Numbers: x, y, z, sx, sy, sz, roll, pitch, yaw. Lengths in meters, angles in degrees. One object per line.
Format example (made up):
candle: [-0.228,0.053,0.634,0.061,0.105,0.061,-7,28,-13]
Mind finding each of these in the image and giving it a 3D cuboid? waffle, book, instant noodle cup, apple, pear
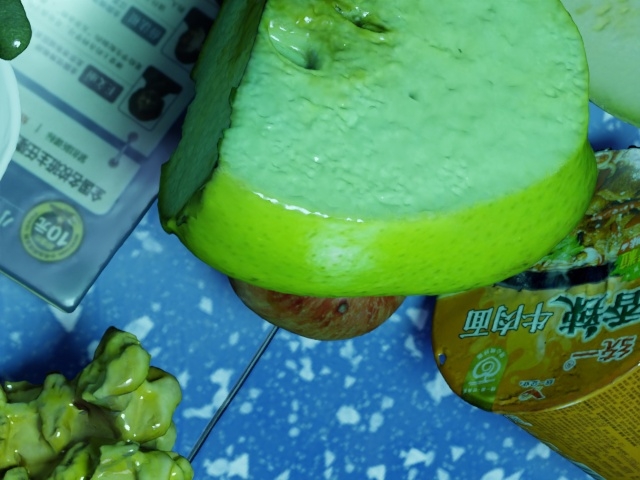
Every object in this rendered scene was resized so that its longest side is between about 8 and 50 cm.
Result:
waffle: [-0.255,0.151,1.285,0.324,0.151,0.261,18,129,-20]
book: [-0.159,-0.193,1.285,0.300,0.039,0.428,36,95,-25]
instant noodle cup: [0.224,0.074,1.419,0.230,0.230,0.182,-45,125,1]
apple: [0.000,0.000,1.359,0.146,0.131,0.146,-4,99,-27]
pear: [0.046,-0.075,1.230,0.292,0.292,0.159,-3,152,-18]

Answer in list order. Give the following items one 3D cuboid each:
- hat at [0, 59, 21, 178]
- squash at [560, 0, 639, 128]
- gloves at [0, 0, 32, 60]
hat: [-0.278,-0.061,1.203,0.203,0.126,0.203,-6,109,-16]
squash: [0.205,-0.190,1.290,0.189,0.260,0.189,-6,112,-15]
gloves: [-0.271,-0.212,1.170,0.135,0.107,0.268,-38,92,4]
